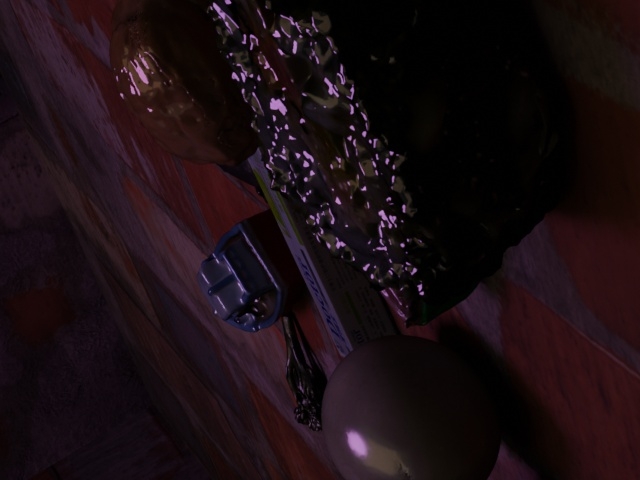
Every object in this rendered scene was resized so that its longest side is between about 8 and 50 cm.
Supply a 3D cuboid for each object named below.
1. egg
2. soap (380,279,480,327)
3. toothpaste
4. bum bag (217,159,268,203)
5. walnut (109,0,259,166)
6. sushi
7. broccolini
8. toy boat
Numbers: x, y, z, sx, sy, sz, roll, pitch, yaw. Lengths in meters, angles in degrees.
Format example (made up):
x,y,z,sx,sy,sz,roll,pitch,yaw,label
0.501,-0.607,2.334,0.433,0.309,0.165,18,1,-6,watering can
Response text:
x,y,z,sx,sy,sz,roll,pitch,yaw,label
0.098,0.201,1.802,0.253,0.186,0.187,27,145,63,egg
0.049,-0.065,1.628,0.273,0.098,0.218,53,164,25,soap
0.000,0.000,1.991,0.337,0.067,0.081,66,168,-20,toothpaste
-0.131,-0.146,2.133,0.326,0.079,0.142,37,161,49,bum bag
-0.132,-0.196,1.793,0.198,0.198,0.245,42,171,51,walnut
0.054,-0.123,1.344,0.294,0.178,0.352,38,155,52,sushi
-0.036,0.204,2.514,0.091,0.068,0.203,-102,-12,-72,broccolini
-0.114,0.062,2.360,0.145,0.133,0.332,57,166,6,toy boat
